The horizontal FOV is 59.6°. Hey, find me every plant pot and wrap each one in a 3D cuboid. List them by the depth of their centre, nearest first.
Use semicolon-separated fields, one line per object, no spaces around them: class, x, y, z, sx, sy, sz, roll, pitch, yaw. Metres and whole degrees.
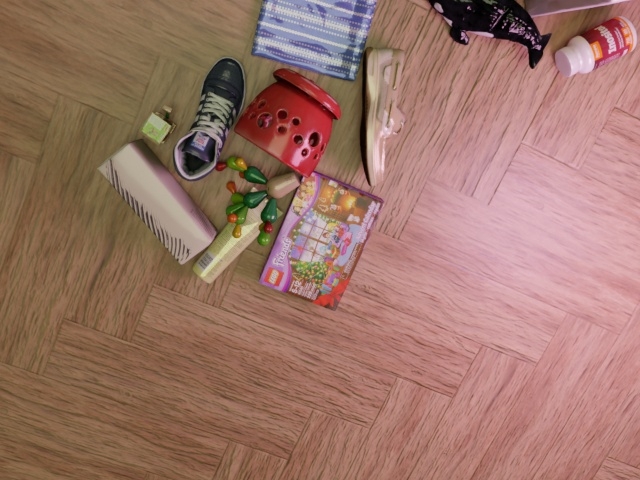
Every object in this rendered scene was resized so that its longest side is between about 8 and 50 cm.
plant pot;-0.059;-0.251;1.186;0.191;0.191;0.174;34;95;-12

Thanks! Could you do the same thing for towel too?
towel;0.006;-0.534;1.192;0.243;0.040;0.336;14;103;-7

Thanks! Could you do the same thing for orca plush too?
orca plush;0.357;-0.463;1.186;0.287;0.102;0.151;39;118;-10

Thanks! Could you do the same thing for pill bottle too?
pill bottle;0.609;-0.426;1.242;0.152;0.086;0.086;-26;105;3

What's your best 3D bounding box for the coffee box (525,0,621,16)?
coffee box;0.607;-0.636;1.055;0.334;0.338;0.337;-11;107;-1

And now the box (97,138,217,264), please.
box;-0.355;-0.087;1.245;0.094;0.113;0.275;-37;103;7

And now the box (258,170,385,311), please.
box;0.000;0.000;1.322;0.201;0.057;0.293;21;102;-9

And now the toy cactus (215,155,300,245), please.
toy cactus;-0.136;-0.106;1.231;0.180;0.112;0.219;-25;70;9

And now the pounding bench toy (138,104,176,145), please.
pounding bench toy;-0.346;-0.258;1.223;0.052;0.065;0.083;36;99;-11

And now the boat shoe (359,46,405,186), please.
boat shoe;0.142;-0.270;1.240;0.098;0.109;0.302;0;99;-3

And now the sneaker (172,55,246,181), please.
sneaker;-0.233;-0.253;1.187;0.099;0.153;0.282;21;102;-10

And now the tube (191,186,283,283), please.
tube;-0.200;-0.005;1.309;0.240;0.062;0.070;-49;136;3
